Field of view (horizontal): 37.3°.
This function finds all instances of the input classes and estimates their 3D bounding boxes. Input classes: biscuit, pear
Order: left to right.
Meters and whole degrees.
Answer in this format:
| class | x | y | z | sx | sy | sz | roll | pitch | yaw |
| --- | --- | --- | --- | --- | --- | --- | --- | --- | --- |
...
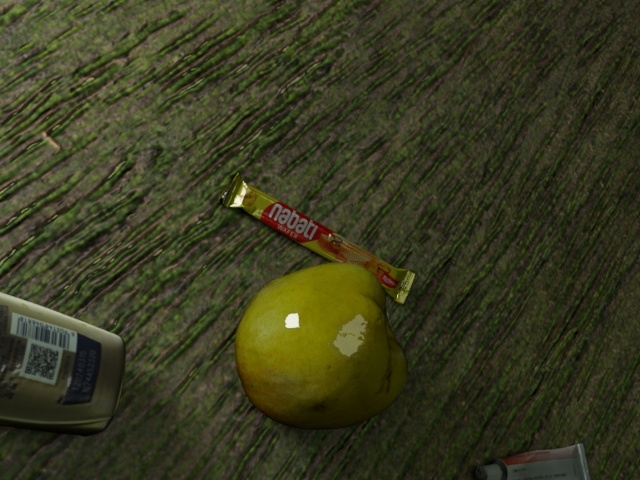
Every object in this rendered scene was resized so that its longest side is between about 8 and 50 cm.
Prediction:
| class | x | y | z | sx | sy | sz | roll | pitch | yaw |
| --- | --- | --- | --- | --- | --- | --- | --- | --- | --- |
| pear | -0.001 | 0.122 | 1.089 | 0.200 | 0.200 | 0.200 | 9 | 73 | -30 |
| biscuit | 0.000 | 0.000 | 1.215 | 0.292 | 0.026 | 0.048 | 29 | 83 | -22 |

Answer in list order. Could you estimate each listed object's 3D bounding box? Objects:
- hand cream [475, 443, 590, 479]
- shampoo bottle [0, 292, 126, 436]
| class | x | y | z | sx | sy | sz | roll | pitch | yaw |
| --- | --- | --- | --- | --- | --- | --- | --- | --- | --- |
| hand cream | 0.298 | 0.314 | 1.312 | 0.216 | 0.038 | 0.052 | 6 | 98 | -36 |
| shampoo bottle | -0.358 | 0.099 | 0.902 | 0.350 | 0.084 | 0.125 | 22 | 61 | -35 |
